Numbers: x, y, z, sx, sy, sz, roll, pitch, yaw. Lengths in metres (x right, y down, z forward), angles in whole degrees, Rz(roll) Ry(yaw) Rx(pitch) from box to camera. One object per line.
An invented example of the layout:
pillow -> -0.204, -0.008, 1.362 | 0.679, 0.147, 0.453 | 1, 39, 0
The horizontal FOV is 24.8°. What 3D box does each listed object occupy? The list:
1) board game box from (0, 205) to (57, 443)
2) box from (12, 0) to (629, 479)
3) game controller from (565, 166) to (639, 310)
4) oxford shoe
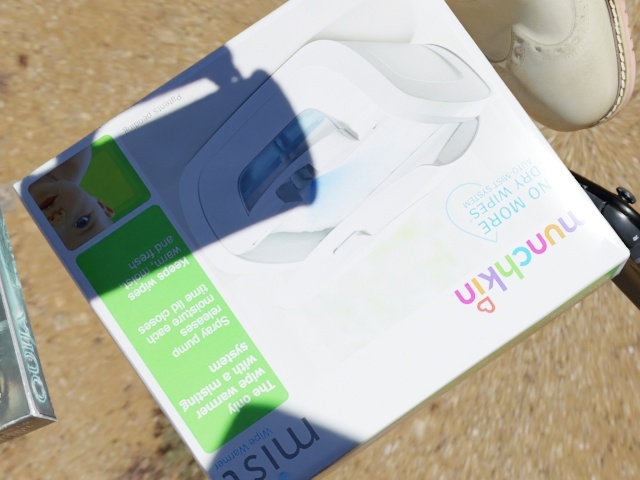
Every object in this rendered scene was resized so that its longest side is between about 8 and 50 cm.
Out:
board game box -> -0.204, 0.018, 0.681 | 0.126, 0.026, 0.186 | -22, 72, 10
box -> 0.000, 0.000, 0.849 | 0.262, 0.127, 0.231 | -34, 81, -5
game controller -> 0.308, 0.029, 1.377 | 0.067, 0.166, 0.319 | -44, 127, 5
oxford shoe -> 0.077, -0.218, 0.997 | 0.140, 0.146, 0.397 | -23, 112, 42
